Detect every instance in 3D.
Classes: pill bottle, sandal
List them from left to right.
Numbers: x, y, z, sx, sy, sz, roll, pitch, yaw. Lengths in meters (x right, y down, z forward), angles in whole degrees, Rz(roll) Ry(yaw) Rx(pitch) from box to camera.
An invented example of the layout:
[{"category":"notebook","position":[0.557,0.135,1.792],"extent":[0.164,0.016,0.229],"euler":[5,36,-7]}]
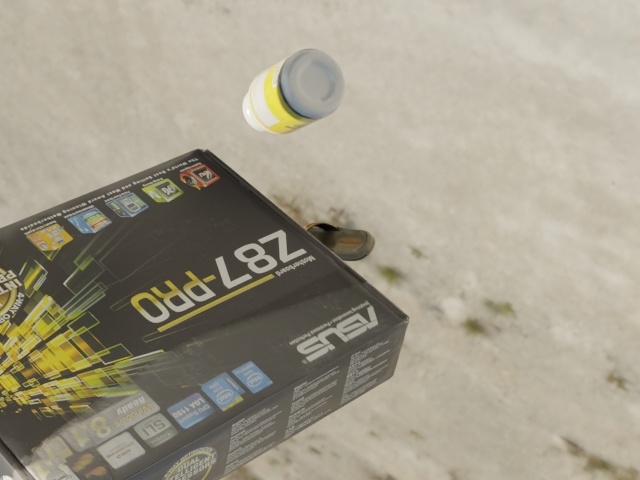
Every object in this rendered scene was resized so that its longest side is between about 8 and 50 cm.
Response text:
[{"category":"pill bottle","position":[-0.046,-0.215,1.812],"extent":[0.103,0.103,0.184],"euler":[39,158,-17]},{"category":"sandal","position":[0.000,0.000,1.943],"extent":[0.180,0.072,0.049],"euler":[-2,144,28]}]

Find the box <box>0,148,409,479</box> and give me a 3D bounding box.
[{"category":"box","position":[-0.167,0.085,1.125],"extent":[0.318,0.395,0.097],"euler":[41,138,30]}]
